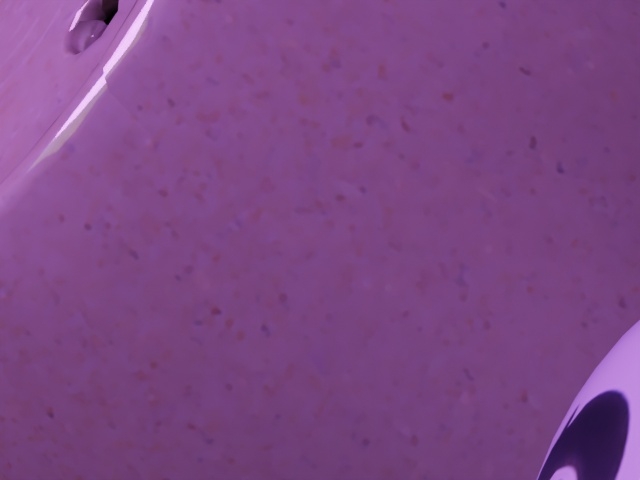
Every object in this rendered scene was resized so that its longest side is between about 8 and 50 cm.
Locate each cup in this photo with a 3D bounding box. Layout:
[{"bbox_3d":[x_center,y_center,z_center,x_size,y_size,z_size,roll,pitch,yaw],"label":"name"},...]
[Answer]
[{"bbox_3d":[0.000,0.000,0.529,0.331,0.237,0.331,-33,37,30],"label":"cup"}]

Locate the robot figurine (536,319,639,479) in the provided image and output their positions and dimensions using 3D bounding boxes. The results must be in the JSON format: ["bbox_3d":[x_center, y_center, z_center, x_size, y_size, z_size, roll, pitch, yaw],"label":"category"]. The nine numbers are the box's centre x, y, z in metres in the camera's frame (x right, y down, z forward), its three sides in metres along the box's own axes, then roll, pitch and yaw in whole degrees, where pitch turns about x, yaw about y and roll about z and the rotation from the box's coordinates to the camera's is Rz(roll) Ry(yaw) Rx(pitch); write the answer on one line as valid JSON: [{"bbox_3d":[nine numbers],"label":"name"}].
[{"bbox_3d":[0.162,0.060,0.299,0.278,0.173,0.209,-17,29,37],"label":"robot figurine"}]
